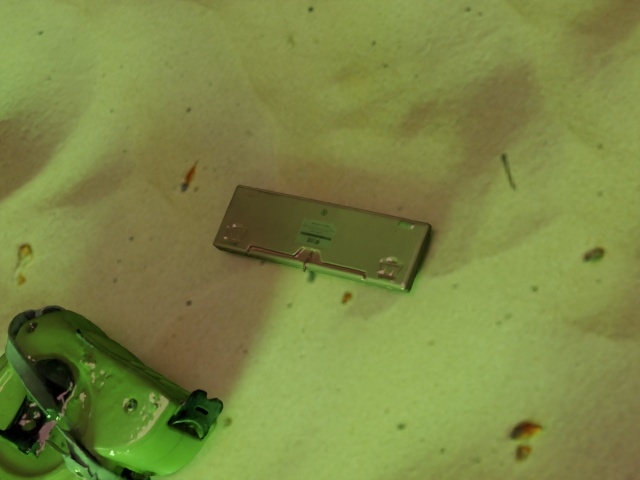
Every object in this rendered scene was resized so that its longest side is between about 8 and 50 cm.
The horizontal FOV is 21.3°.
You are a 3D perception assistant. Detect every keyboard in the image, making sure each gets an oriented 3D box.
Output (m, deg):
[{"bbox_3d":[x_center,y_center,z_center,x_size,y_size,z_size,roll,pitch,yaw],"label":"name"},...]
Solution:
[{"bbox_3d":[0.000,0.000,1.209,0.166,0.017,0.055,12,72,32],"label":"keyboard"}]

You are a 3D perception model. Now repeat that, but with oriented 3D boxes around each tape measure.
[{"bbox_3d":[-0.179,0.130,1.214,0.177,0.087,0.154,32,89,37],"label":"tape measure"}]
